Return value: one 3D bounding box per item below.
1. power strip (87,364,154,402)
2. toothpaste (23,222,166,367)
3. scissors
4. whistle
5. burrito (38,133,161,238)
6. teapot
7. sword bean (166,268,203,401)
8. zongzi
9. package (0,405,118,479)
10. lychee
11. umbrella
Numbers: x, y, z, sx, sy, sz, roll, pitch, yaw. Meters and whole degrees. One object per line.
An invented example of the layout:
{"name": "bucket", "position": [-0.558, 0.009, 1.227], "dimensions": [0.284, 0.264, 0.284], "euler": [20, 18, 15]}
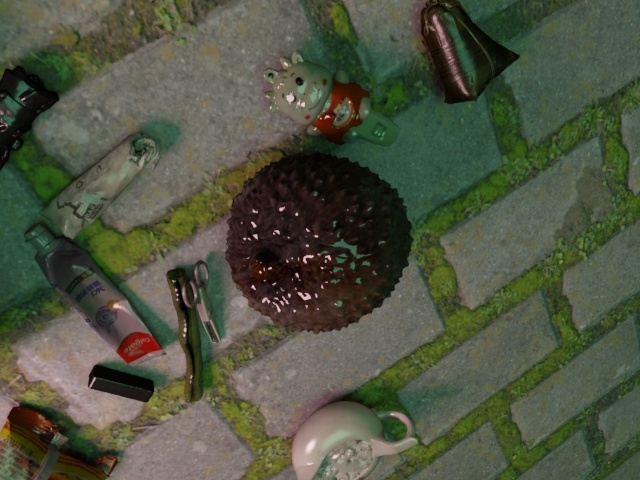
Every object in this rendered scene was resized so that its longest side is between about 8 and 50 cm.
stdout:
{"name": "power strip", "position": [-0.348, 0.253, 0.858], "dimensions": [0.111, 0.038, 0.029], "euler": [27, 100, -27]}
{"name": "toothpaste", "position": [-0.362, 0.097, 0.790], "dimensions": [0.075, 0.048, 0.300], "euler": [-35, 121, -11]}
{"name": "scissors", "position": [-0.203, 0.120, 0.859], "dimensions": [0.022, 0.085, 0.176], "euler": [3, 128, 14]}
{"name": "whistle", "position": [0.021, -0.214, 0.793], "dimensions": [0.253, 0.105, 0.102], "euler": [20, 142, -28]}
{"name": "burrito", "position": [-0.323, -0.082, 0.727], "dimensions": [0.203, 0.064, 0.064], "euler": [-41, 119, -2]}
{"name": "teapot", "position": [0.053, 0.437, 1.034], "dimensions": [0.298, 0.139, 0.204], "euler": [-28, 115, -9]}
{"name": "sword bean", "position": [-0.237, 0.176, 0.874], "dimensions": [0.043, 0.038, 0.269], "euler": [-6, 113, -13]}
{"name": "zongzi", "position": [0.265, -0.360, 0.850], "dimensions": [0.184, 0.084, 0.187], "euler": [-39, 115, -20]}
{"name": "package", "position": [-0.518, 0.447, 0.818], "dimensions": [0.288, 0.108, 0.223], "euler": [-47, 125, -11]}
{"name": "lychee", "position": [-0.005, -0.003, 0.772], "dimensions": [0.300, 0.300, 0.299], "euler": [-8, 112, -19]}
{"name": "umbrella", "position": [-0.455, -0.128, 0.659], "dimensions": [0.066, 0.059, 0.235], "euler": [42, 93, -9]}
